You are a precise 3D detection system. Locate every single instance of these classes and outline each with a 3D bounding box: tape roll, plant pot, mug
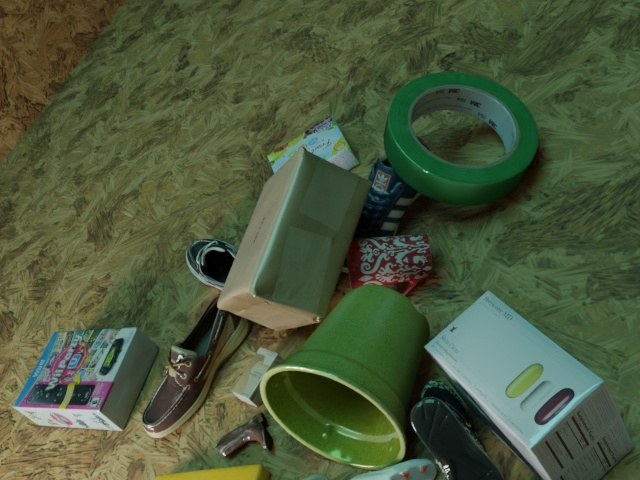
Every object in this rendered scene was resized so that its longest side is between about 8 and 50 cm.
[{"bbox_3d":[0.299,-0.223,1.655,0.321,0.077,0.321,3,56,-4],"label":"tape roll"},{"bbox_3d":[0.072,0.226,1.397,0.276,0.276,0.254,0,41,36],"label":"plant pot"},{"bbox_3d":[0.144,0.056,1.599,0.169,0.150,0.113,-7,31,4],"label":"mug"}]

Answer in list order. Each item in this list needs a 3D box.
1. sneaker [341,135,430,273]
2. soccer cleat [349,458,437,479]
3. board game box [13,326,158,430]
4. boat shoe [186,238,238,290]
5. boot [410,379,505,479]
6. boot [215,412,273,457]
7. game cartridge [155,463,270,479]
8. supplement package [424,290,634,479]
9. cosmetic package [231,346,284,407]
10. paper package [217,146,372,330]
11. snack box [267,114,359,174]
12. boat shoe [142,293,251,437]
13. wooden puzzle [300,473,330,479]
[{"bbox_3d":[0.130,-0.091,1.698,0.131,0.148,0.350,26,69,22],"label":"sneaker"},{"bbox_3d":[0.101,0.412,1.300,0.196,0.068,0.076,-23,21,-9],"label":"soccer cleat"},{"bbox_3d":[-0.567,0.333,1.869,0.303,0.097,0.224,-7,48,33],"label":"board game box"},{"bbox_3d":[-0.242,0.053,1.878,0.121,0.119,0.335,-49,41,-13],"label":"boat shoe"},{"bbox_3d":[0.234,0.341,1.259,0.085,0.236,0.178,-34,-3,10],"label":"boot"},{"bbox_3d":[-0.154,0.407,1.536,0.114,0.037,0.106,-31,27,3],"label":"boot"},{"bbox_3d":[-0.246,0.584,1.429,0.285,0.053,0.324,-14,42,26],"label":"game cartridge"},{"bbox_3d":[0.324,0.242,1.211,0.145,0.204,0.262,-41,39,-5],"label":"supplement package"},{"bbox_3d":[-0.130,0.288,1.629,0.060,0.041,0.115,10,59,42],"label":"cosmetic package"},{"bbox_3d":[-0.063,0.011,1.621,0.309,0.168,0.325,-27,41,67],"label":"paper package"},{"bbox_3d":[-0.021,-0.212,2.012,0.207,0.070,0.174,-32,39,8],"label":"snack box"},{"bbox_3d":[-0.295,0.269,1.706,0.123,0.123,0.342,19,64,45],"label":"boat shoe"},{"bbox_3d":[-0.071,0.566,1.233,0.322,0.080,0.348,-25,40,-9],"label":"wooden puzzle"}]
